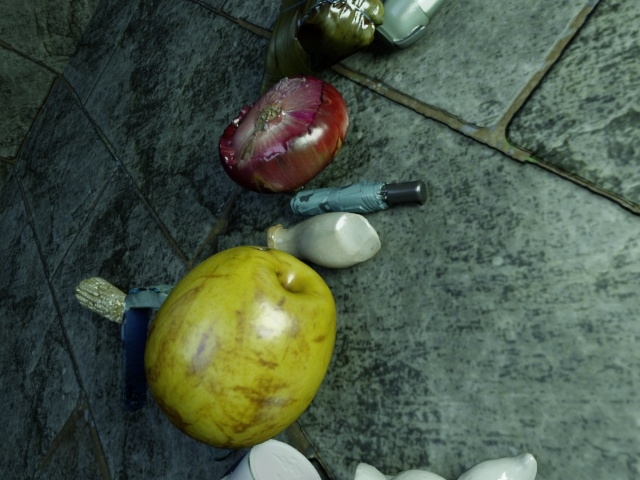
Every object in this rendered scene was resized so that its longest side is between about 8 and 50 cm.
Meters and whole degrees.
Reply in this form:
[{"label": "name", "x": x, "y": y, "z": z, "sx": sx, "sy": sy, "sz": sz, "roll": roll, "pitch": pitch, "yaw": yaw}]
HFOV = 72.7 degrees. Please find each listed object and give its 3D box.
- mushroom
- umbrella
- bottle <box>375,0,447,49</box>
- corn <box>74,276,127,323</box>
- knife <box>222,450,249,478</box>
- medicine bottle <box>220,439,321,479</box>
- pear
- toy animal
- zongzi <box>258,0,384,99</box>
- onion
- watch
[{"label": "mushroom", "x": 0.000, "y": 0.002, "z": 0.706, "sx": 0.212, "sy": 0.097, "sz": 0.088, "roll": -3, "pitch": 84, "yaw": 38}, {"label": "umbrella", "x": 0.053, "y": -0.071, "z": 0.716, "sx": 0.250, "sy": 0.053, "sz": 0.052, "roll": -3, "pitch": 72, "yaw": 38}, {"label": "bottle", "x": 0.197, "y": -0.429, "z": 0.711, "sx": 0.254, "sy": 0.079, "sz": 0.096, "roll": -46, "pitch": 65, "yaw": 15}, {"label": "corn", "x": -0.542, "y": 0.149, "z": 1.090, "sx": 0.210, "sy": 0.087, "sz": 0.087, "roll": 13, "pitch": 83, "yaw": 41}, {"label": "knife", "x": -0.125, "y": 0.377, "z": 0.727, "sx": 0.121, "sy": 0.018, "sz": 0.031, "roll": -49, "pitch": 45, "yaw": 14}, {"label": "medicine bottle", "x": -0.112, "y": 0.425, "z": 0.615, "sx": 0.152, "sy": 0.152, "sz": 0.255, "roll": 42, "pitch": 101, "yaw": 39}, {"label": "pear", "x": -0.110, "y": 0.144, "z": 0.631, "sx": 0.280, "sy": 0.280, "sz": 0.281, "roll": -14, "pitch": 67, "yaw": 34}, {"label": "toy animal", "x": 0.148, "y": 0.317, "z": 0.500, "sx": 0.220, "sy": 0.131, "sz": 0.104, "roll": -4, "pitch": 36, "yaw": 11}, {"label": "zongzi", "x": -0.029, "y": -0.341, "z": 0.805, "sx": 0.300, "sy": 0.138, "sz": 0.286, "roll": -52, "pitch": 31, "yaw": 23}, {"label": "onion", "x": -0.064, "y": -0.183, "z": 0.780, "sx": 0.247, "sy": 0.161, "sz": 0.248, "roll": -9, "pitch": 69, "yaw": 24}, {"label": "watch", "x": -0.265, "y": 0.223, "z": 0.793, "sx": 0.276, "sy": 0.068, "sz": 0.275, "roll": 7, "pitch": 95, "yaw": 31}]
